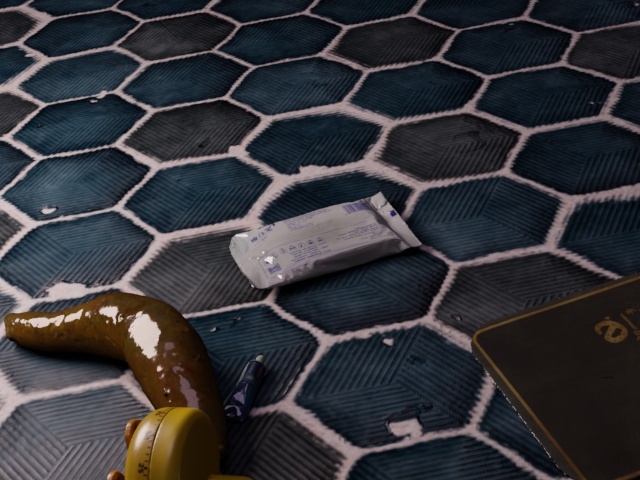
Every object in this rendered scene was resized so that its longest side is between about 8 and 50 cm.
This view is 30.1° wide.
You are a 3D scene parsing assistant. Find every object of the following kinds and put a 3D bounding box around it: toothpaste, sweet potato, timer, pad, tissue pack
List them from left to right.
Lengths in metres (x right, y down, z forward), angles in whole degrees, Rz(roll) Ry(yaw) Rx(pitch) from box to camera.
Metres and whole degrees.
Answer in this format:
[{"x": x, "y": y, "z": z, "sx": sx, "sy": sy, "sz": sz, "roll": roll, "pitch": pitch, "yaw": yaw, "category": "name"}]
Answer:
[{"x": -0.184, "y": 0.103, "z": 1.151, "sx": 0.346, "sy": 0.079, "sz": 0.108, "roll": 20, "pitch": 55, "yaw": 41, "category": "sweet potato"}, {"x": -0.109, "y": 0.190, "z": 0.976, "sx": 0.109, "sy": 0.107, "sz": 0.107, "roll": -1, "pitch": 34, "yaw": 16, "category": "timer"}, {"x": -0.071, "y": 0.139, "z": 1.124, "sx": 0.027, "sy": 0.019, "sz": 0.083, "roll": 18, "pitch": 42, "yaw": 8, "category": "toothpaste"}, {"x": 0.000, "y": 0.000, "z": 1.310, "sx": 0.193, "sy": 0.026, "sz": 0.122, "roll": -17, "pitch": 33, "yaw": -12, "category": "tissue pack"}, {"x": 0.332, "y": 0.059, "z": 1.115, "sx": 0.375, "sy": 0.063, "sz": 0.315, "roll": -17, "pitch": 34, "yaw": -13, "category": "pad"}]
